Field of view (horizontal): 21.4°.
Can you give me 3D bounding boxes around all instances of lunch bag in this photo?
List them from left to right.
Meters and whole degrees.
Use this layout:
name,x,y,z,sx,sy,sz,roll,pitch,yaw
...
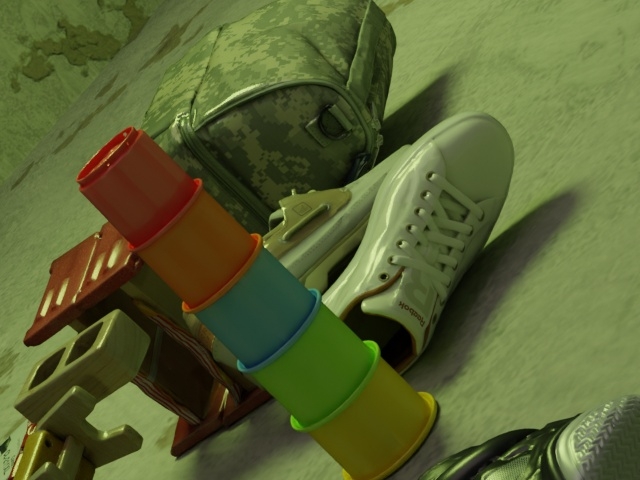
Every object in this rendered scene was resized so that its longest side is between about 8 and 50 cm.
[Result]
name,x,y,z,sx,sy,sz,roll,pitch,yaw
lunch bag,-0.040,-0.133,1.838,0.256,0.212,0.305,-37,19,25

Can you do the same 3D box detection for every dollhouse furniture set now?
name,x,y,z,sx,sy,sz,roll,pitch,yaw
dollhouse furniture set,-0.165,0.157,1.488,0.152,0.201,0.374,-33,26,32

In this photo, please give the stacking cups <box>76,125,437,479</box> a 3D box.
name,x,y,z,sx,sy,sz,roll,pitch,yaw
stacking cups,-0.046,0.046,1.248,0.096,0.316,0.096,-38,19,15

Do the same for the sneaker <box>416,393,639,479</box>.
name,x,y,z,sx,sy,sz,roll,pitch,yaw
sneaker,0.093,0.198,0.942,0.268,0.101,0.153,-47,15,-30

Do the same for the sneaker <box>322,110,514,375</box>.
name,x,y,z,sx,sy,sz,roll,pitch,yaw
sneaker,0.083,0.026,1.386,0.290,0.106,0.123,-57,20,-4

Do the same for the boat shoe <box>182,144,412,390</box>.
name,x,y,z,sx,sy,sz,roll,pitch,yaw
boat shoe,0.000,0.000,1.521,0.302,0.103,0.113,-44,-25,-35

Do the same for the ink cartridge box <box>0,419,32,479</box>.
name,x,y,z,sx,sy,sz,roll,pitch,yaw
ink cartridge box,-0.330,0.272,1.788,0.175,0.072,0.127,-44,16,2
